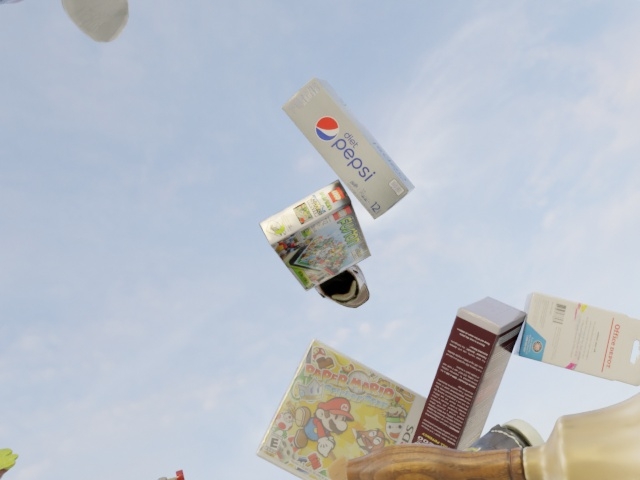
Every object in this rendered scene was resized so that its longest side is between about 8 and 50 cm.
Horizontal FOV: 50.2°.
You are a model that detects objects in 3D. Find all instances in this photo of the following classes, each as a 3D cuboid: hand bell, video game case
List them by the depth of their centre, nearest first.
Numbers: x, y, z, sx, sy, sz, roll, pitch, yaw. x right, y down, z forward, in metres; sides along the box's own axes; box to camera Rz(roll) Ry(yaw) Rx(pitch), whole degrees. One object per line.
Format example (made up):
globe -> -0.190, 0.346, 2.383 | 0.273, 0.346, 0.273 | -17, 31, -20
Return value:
hand bell -> 0.134, 0.164, 0.494 | 0.242, 0.126, 0.126 | -10, -39, 22
video game case -> 0.041, 0.298, 1.093 | 0.206, 0.227, 0.026 | -63, 2, -22

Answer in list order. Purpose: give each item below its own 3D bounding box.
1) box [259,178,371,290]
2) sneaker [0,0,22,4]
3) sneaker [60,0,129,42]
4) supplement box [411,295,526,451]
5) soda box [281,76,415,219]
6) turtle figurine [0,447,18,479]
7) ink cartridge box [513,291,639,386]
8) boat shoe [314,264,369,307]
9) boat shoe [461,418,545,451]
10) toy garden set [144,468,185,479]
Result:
box -> 0.000, 0.000, 0.916 | 0.114, 0.036, 0.207 | -29, -23, 1
sneaker -> -0.202, -0.129, 0.285 | 0.097, 0.276, 0.135 | 15, -83, -1
sneaker -> -0.306, -0.342, 0.821 | 0.080, 0.094, 0.212 | -36, -44, -11
supplement box -> 0.230, 0.215, 1.058 | 0.130, 0.073, 0.239 | -6, -64, -57
soda box -> 0.057, -0.181, 1.333 | 0.091, 0.286, 0.098 | -40, -4, 17
turtle figurine -> -0.385, 0.340, 0.799 | 0.087, 0.269, 0.217 | -12, -76, -27
ink cartridge box -> 0.405, 0.153, 1.062 | 0.061, 0.181, 0.104 | 48, -123, -79
boat shoe -> 0.038, 0.101, 1.630 | 0.122, 0.120, 0.324 | -38, -36, 7
boat shoe -> 0.152, 0.264, 0.702 | 0.068, 0.081, 0.228 | -16, -38, -30
toy garden set -> -0.309, 0.443, 1.087 | 0.203, 0.049, 0.244 | -12, -32, -15
